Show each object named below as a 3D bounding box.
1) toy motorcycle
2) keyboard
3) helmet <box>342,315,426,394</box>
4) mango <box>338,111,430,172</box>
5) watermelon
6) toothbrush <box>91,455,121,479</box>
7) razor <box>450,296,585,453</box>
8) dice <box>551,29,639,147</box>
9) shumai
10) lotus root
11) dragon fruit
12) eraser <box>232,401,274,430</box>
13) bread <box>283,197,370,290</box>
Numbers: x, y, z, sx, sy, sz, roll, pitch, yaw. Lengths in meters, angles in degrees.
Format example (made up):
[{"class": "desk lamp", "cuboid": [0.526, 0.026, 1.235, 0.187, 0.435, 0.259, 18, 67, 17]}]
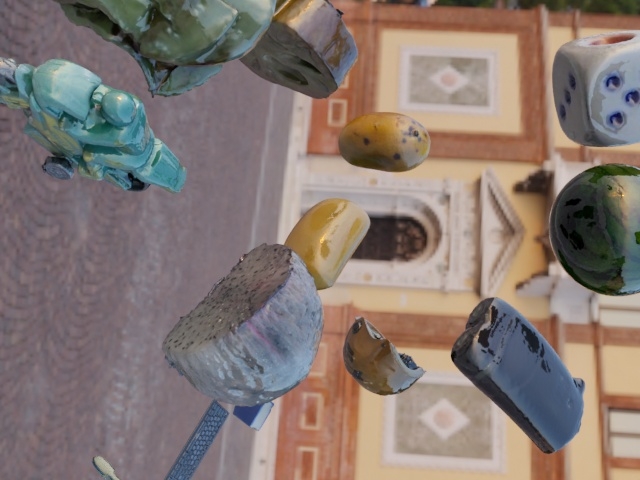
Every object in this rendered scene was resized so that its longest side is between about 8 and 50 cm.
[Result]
[{"class": "toy motorcycle", "cuboid": [-0.289, -0.149, 1.213, 0.296, 0.198, 0.109, 44, 55, -48]}, {"class": "keyboard", "cuboid": [-0.203, 0.341, 1.469, 0.198, 0.010, 0.064, -59, 148, -19]}, {"class": "helmet", "cuboid": [0.129, 0.282, 2.230, 0.198, 0.130, 0.224, 44, -3, -32]}, {"class": "mango", "cuboid": [0.101, -0.167, 1.614, 0.115, 0.178, 0.090, 49, 59, -44]}, {"class": "watermelon", "cuboid": [0.532, -0.019, 1.713, 0.242, 0.242, 0.243, 3, 90, -87]}, {"class": "toothbrush", "cuboid": [-0.302, 0.471, 1.640, 0.026, 0.294, 0.028, -33, 145, -32]}, {"class": "razor", "cuboid": [0.431, 0.286, 2.027, 0.113, 0.349, 0.204, -28, -157, 49]}, {"class": "dice", "cuboid": [0.560, -0.291, 1.817, 0.193, 0.194, 0.192, -114, -168, -69]}, {"class": "shumai", "cuboid": [-0.200, -0.393, 1.320, 0.348, 0.395, 0.395, 52, -2, 7]}, {"class": "lotus root", "cuboid": [-0.105, -0.433, 1.926, 0.111, 0.390, 0.375, -54, 178, -12]}, {"class": "dragon fruit", "cuboid": [-0.096, 0.171, 1.636, 0.283, 0.204, 0.221, -43, 121, -21]}, {"class": "eraser", "cuboid": [-0.134, 0.333, 1.885, 0.084, 0.027, 0.063, 18, -103, 58]}, {"class": "bread", "cuboid": [0.000, 0.000, 1.853, 0.217, 0.147, 0.098, -61, 139, -35]}]
